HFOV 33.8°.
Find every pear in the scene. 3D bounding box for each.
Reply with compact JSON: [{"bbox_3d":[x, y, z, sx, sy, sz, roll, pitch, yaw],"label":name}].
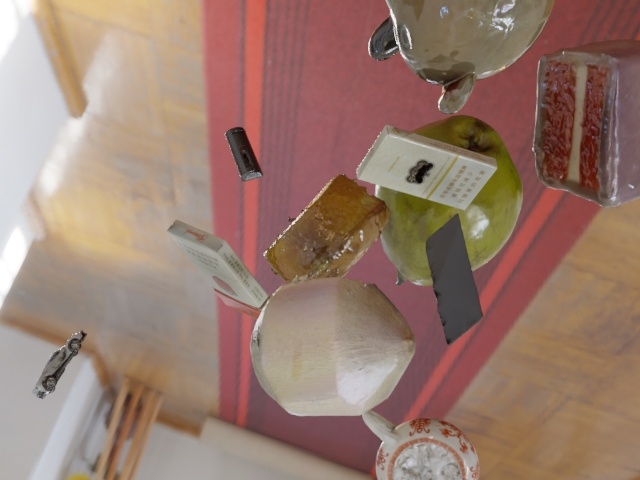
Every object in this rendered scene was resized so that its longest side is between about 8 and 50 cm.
[{"bbox_3d":[0.236,-0.059,2.067,0.287,0.287,0.375,23,116,-7],"label":"pear"}]

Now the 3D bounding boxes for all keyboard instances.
[{"bbox_3d":[0.185,0.052,1.462,0.015,0.196,0.074,28,126,-32],"label":"keyboard"}]

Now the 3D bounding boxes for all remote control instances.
[{"bbox_3d":[-0.104,-0.119,1.427,0.034,0.091,0.016,-17,146,-10],"label":"remote control"}]

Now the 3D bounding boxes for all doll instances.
[{"bbox_3d":[0.133,-0.281,1.119,0.174,0.330,0.235,14,116,-24],"label":"doll"}]

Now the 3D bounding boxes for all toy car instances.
[{"bbox_3d":[-0.303,0.142,1.224,0.025,0.093,0.041,32,152,-6],"label":"toy car"}]

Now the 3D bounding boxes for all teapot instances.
[{"bbox_3d":[0.159,0.349,1.661,0.245,0.116,0.159,36,113,-5],"label":"teapot"}]

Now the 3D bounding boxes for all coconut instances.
[{"bbox_3d":[0.027,0.154,1.551,0.234,0.224,0.224,-19,139,24],"label":"coconut"}]

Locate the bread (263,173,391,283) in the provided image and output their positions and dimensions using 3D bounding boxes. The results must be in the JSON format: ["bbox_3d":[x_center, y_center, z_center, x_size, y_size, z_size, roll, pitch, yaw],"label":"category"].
[{"bbox_3d":[0.000,0.000,1.795,0.143,0.229,0.139,43,-165,3],"label":"bread"}]

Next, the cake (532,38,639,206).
[{"bbox_3d":[0.580,-0.245,2.098,0.230,0.308,0.237,-11,-161,-32],"label":"cake"}]

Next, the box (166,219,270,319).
[{"bbox_3d":[-0.167,0.063,1.890,0.139,0.035,0.245,21,155,37],"label":"box"}]

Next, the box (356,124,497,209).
[{"bbox_3d":[0.142,-0.095,1.409,0.167,0.024,0.090,15,135,-20],"label":"box"}]
